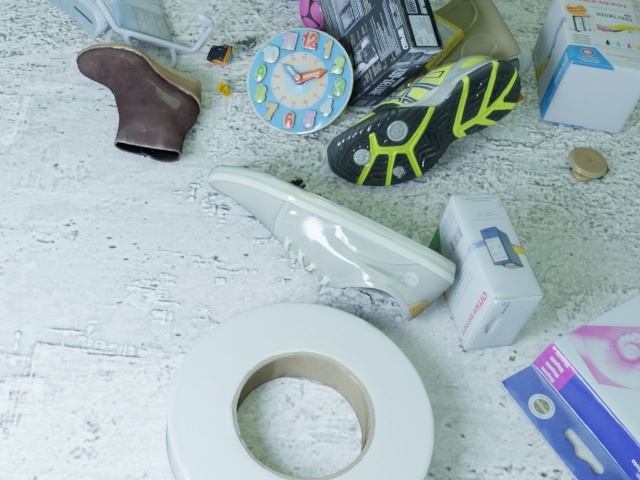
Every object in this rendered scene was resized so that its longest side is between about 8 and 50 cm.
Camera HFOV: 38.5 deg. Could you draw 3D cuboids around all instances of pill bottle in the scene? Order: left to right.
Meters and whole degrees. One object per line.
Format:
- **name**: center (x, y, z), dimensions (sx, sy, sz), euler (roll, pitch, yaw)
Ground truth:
- **pill bottle**: center (0.368, -0.366, 1.904), dimensions (0.137, 0.078, 0.078), euler (-19, 59, -25)

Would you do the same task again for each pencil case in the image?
- **pencil case**: center (0.058, -0.511, 1.936), dimensions (0.209, 0.095, 0.098), euler (-23, 94, -30)

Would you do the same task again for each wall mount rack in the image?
- **wall mount rack**: center (-0.372, -0.499, 1.769), dimensions (0.304, 0.130, 0.350), euler (10, 45, -40)

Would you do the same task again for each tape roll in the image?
- **tape roll**: center (-0.029, 0.268, 1.329), dimensions (0.392, 0.072, 0.392), euler (6, 52, -8)

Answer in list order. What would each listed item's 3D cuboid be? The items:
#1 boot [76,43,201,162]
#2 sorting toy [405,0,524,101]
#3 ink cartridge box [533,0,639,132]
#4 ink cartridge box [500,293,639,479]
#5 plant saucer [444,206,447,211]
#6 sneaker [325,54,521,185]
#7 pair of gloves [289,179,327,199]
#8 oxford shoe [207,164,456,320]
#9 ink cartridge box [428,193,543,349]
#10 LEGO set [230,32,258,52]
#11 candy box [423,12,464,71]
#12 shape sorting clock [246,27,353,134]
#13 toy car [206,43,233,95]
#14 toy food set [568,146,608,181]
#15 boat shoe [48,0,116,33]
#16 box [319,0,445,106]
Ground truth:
- **boot**: center (-0.344, -0.250, 1.655), dimensions (0.248, 0.090, 0.207), euler (15, 49, -5)
- **sorting toy**: center (0.283, -0.352, 1.840), dimensions (0.229, 0.041, 0.307), euler (-29, 55, 16)
- **ink cartridge box**: center (0.553, -0.370, 1.888), dimensions (0.171, 0.168, 0.232), euler (8, 51, -5)
- **ink cartridge box**: center (0.511, 0.267, 1.447), dimensions (0.330, 0.071, 0.324), euler (-23, 61, -28)
- **plant saucer**: center (0.264, -0.036, 1.665), dimensions (0.083, 0.013, 0.083), euler (5, 51, -7)
- **sneaker**: center (0.182, -0.223, 1.709), dimensions (0.385, 0.145, 0.147), euler (-26, 28, -7)
- **pair of gloves**: center (-0.039, -0.073, 1.632), dimensions (0.083, 0.010, 0.074), euler (37, 56, 20)
- **oxford shoe**: center (0.000, 0.000, 1.506), dimensions (0.449, 0.169, 0.130), euler (26, 89, 11)
- **ink cartridge box**: center (0.265, 0.051, 1.506), dimensions (0.093, 0.154, 0.212), euler (-3, 52, -16)
- **LEGO set**: center (-0.155, -0.390, 1.850), dimensions (0.083, 0.023, 0.054), euler (-26, 30, -9)
- **candy box**: center (0.192, -0.432, 1.890), dimensions (0.105, 0.027, 0.206), euler (-48, 53, 3)
- **shape sorting clock**: center (-0.040, -0.301, 1.728), dimensions (0.206, 0.040, 0.206), euler (-2, 80, 11)
- **toy car**: center (-0.196, -0.329, 1.796), dimensions (0.040, 0.060, 0.122), euler (30, 57, -46)
- **toy food set**: center (0.528, -0.151, 1.806), dimensions (0.082, 0.020, 0.083), euler (-4, 53, -15)
- **boat shoe**: center (-0.491, -0.498, 1.837), dimensions (0.226, 0.083, 0.076), euler (47, 46, 9)
- **box**: center (0.099, -0.442, 1.738), dimensions (0.076, 0.242, 0.307), euler (-8, 76, -30)
